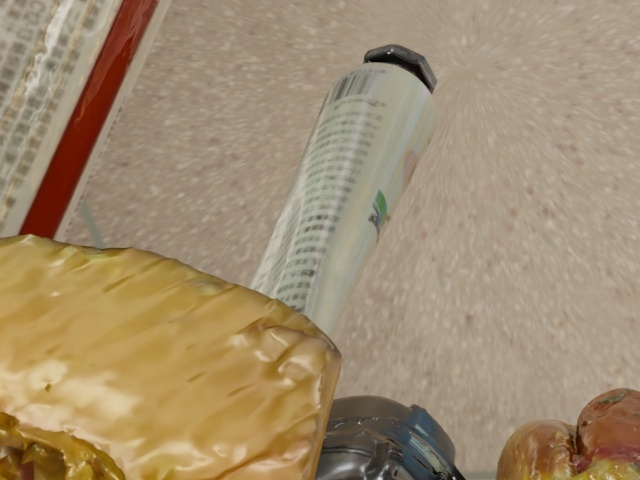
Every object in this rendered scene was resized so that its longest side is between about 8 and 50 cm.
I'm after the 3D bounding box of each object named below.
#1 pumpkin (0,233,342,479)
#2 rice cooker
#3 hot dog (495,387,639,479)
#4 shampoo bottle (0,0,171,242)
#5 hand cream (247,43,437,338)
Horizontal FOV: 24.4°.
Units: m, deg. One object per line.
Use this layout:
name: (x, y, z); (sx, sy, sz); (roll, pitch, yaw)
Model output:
pumpkin: (-0.040, 0.122, 0.331); (0.280, 0.190, 0.139); (37, 135, 32)
rice cooker: (0.006, 0.178, 0.926); (0.203, 0.118, 0.142); (-30, 107, 28)
hot dog: (0.181, 0.197, 0.864); (0.150, 0.257, 0.153); (12, 135, -9)
shampoo bottle: (-0.109, -0.093, 0.547); (0.104, 0.104, 0.278); (25, 92, 2)
hand cream: (0.000, 0.000, 0.589); (0.050, 0.234, 0.080); (42, 134, -16)
